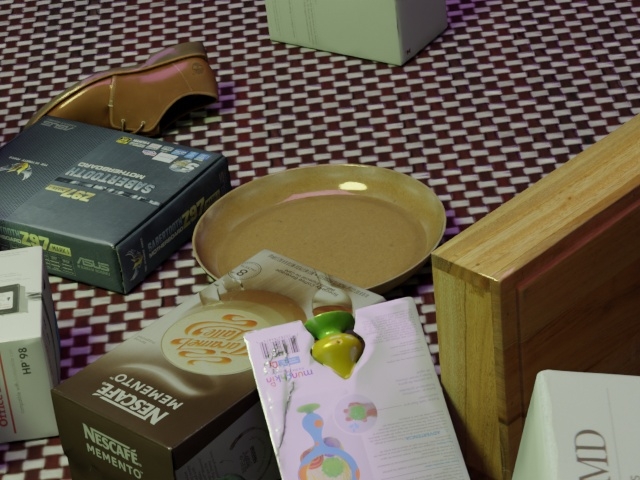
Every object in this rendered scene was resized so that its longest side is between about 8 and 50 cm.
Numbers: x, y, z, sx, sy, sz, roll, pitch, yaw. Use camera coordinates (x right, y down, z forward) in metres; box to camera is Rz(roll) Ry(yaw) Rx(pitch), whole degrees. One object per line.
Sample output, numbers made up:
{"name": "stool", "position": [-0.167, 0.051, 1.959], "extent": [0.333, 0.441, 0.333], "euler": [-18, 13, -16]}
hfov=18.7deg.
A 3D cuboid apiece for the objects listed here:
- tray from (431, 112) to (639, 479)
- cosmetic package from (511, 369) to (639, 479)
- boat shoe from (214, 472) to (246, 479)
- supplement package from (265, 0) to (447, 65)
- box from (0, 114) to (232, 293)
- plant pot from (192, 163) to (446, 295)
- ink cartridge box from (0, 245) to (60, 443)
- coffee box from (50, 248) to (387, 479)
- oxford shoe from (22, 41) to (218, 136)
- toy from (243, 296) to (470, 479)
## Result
{"name": "tray", "position": [0.257, 0.014, 1.561], "extent": [0.076, 0.202, 0.411], "euler": [23, 43, 38]}
{"name": "cosmetic package", "position": [0.346, 0.221, 1.142], "extent": [0.453, 0.161, 0.230], "euler": [3, 42, -3]}
{"name": "boat shoe", "position": [-0.169, 0.254, 1.307], "extent": [0.340, 0.113, 0.127], "euler": [-22, 5, -24]}
{"name": "supplement package", "position": [0.038, -0.276, 2.166], "extent": [0.179, 0.105, 0.105], "euler": [15, 38, 31]}
{"name": "box", "position": [-0.231, -0.040, 1.882], "extent": [0.233, 0.059, 0.183], "euler": [13, 38, 31]}
{"name": "plant pot", "position": [0.000, 0.000, 1.799], "extent": [0.236, 0.032, 0.236], "euler": [-5, 32, 3]}
{"name": "ink cartridge box", "position": [-0.254, 0.097, 1.624], "extent": [0.060, 0.104, 0.180], "euler": [-8, 32, -3]}
{"name": "coffee box", "position": [-0.073, 0.120, 1.554], "extent": [0.141, 0.098, 0.246], "euler": [20, 41, 37]}
{"name": "oxford shoe", "position": [-0.207, -0.137, 2.033], "extent": [0.212, 0.076, 0.076], "euler": [-22, 73, -6]}
{"name": "toy", "position": [0.035, 0.167, 1.457], "extent": [0.137, 0.056, 0.237], "euler": [-12, 66, -9]}
